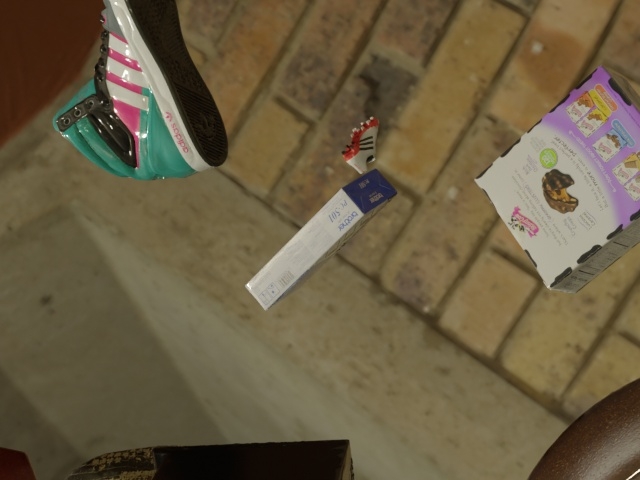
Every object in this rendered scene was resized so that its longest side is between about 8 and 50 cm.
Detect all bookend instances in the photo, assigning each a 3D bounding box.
[{"bbox_3d":[-0.060,0.210,0.891,0.157,0.156,0.072,-65,-30,-72],"label":"bookend"}]

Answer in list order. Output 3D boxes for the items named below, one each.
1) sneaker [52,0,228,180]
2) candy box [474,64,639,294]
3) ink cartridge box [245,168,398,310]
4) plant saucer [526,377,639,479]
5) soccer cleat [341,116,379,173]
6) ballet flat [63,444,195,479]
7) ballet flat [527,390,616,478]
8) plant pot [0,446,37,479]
[{"bbox_3d":[-0.238,-0.196,1.428,0.178,0.295,0.124,-20,4,25],"label":"sneaker"},{"bbox_3d":[0.295,-0.064,1.373,0.196,0.165,0.070,-43,-29,23],"label":"candy box"},{"bbox_3d":[0.000,0.000,1.563,0.207,0.046,0.097,-44,-7,34],"label":"ink cartridge box"},{"bbox_3d":[0.241,0.215,0.659,0.310,0.310,0.050,-58,-16,8],"label":"plant saucer"},{"bbox_3d":[0.050,-0.106,1.377,0.029,0.035,0.083,-27,22,36],"label":"soccer cleat"},{"bbox_3d":[-0.019,0.315,1.218,0.483,0.182,0.164,21,-82,-33],"label":"ballet flat"},{"bbox_3d":[0.315,0.300,1.552,0.096,0.095,0.280,32,-86,-27],"label":"ballet flat"},{"bbox_3d":[-0.300,0.285,0.871,0.235,0.267,0.267,-8,-66,-21],"label":"plant pot"}]
